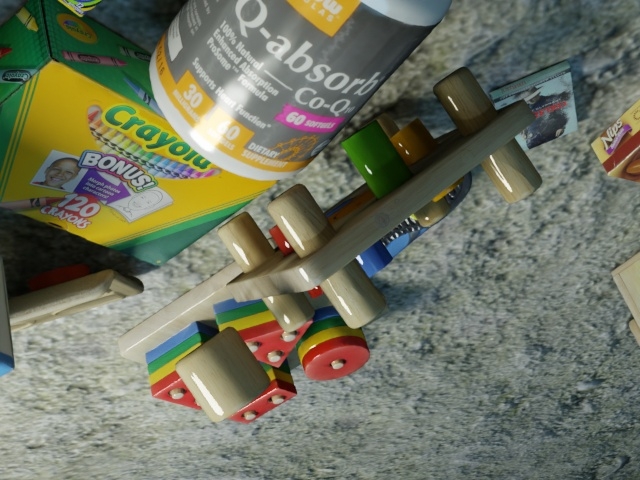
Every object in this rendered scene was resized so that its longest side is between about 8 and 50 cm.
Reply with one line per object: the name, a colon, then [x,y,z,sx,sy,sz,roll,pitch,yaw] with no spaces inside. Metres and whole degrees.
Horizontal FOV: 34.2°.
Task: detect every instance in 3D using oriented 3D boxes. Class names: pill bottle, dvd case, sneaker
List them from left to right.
pill bottle: [0.000,-0.186,0.790,0.162,0.162,0.278,10,139,-37]
sneaker: [0.086,-0.024,1.192,0.209,0.069,0.082,-40,176,17]
dvd case: [0.232,-0.139,1.123,0.087,0.013,0.119,-22,147,5]

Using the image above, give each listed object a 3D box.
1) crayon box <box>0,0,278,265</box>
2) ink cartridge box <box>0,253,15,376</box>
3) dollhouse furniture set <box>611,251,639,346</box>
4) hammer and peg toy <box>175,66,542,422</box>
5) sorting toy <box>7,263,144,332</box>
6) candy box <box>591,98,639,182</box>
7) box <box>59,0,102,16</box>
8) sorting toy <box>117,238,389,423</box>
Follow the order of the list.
crayon box: [-0.189,-0.085,0.923,0.165,0.081,0.278,-34,145,24]
ink cartridge box: [-0.444,0.088,0.843,0.307,0.129,0.223,-29,148,16]
dollhouse furniture set: [0.650,0.137,1.534,0.394,0.256,0.362,13,137,-40]
hammer and peg toy: [0.000,0.000,0.934,0.361,0.127,0.266,-36,-174,-17]
sorting toy: [-0.344,0.079,1.060,0.307,0.041,0.229,-17,178,-3]
candy box: [0.423,-0.114,1.225,0.187,0.053,0.109,7,140,-37]
box: [-0.207,-0.229,0.714,0.054,0.059,0.169,-33,146,17]
sorting toy: [-0.071,0.133,1.314,0.255,0.089,0.257,-33,145,22]
